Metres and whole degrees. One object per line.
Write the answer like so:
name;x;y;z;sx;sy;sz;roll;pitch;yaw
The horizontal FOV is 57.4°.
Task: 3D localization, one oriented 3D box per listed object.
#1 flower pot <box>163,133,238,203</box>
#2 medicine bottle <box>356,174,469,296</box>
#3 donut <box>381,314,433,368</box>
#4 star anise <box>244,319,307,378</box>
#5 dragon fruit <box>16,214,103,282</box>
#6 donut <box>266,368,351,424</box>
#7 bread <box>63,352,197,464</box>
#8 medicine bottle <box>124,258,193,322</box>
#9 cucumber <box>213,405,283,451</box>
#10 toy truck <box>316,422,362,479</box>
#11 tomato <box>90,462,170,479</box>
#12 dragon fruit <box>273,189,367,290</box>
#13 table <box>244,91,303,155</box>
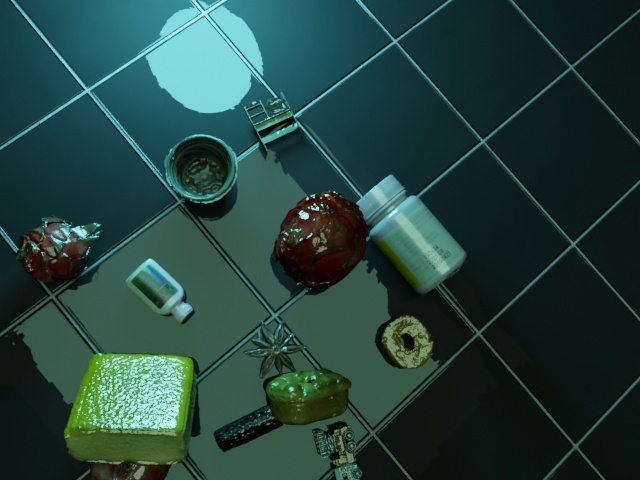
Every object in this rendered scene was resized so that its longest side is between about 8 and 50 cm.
flower pot;-0.387;-0.220;1.928;0.236;0.140;0.235;1;77;-6
medicine bottle;0.293;-0.019;1.947;0.214;0.213;0.378;-39;86;-13
donut;0.287;0.339;1.953;0.162;0.065;0.178;-25;84;-7
star anise;-0.145;0.358;1.889;0.182;0.065;0.195;32;72;-6
dragon fruit;-0.801;0.028;1.802;0.274;0.192;0.193;-22;125;-45
donut;-0.038;0.478;1.802;0.262;0.208;0.128;-2;91;-29
bread;-0.528;0.473;1.682;0.324;0.333;0.143;5;119;-8
medicine bottle;-0.505;0.169;1.866;0.219;0.078;0.115;43;75;2
cucumber;-0.225;0.590;1.830;0.211;0.062;0.078;-23;83;-12
toy truck;0.061;0.678;1.845;0.115;0.080;0.177;-13;80;-5
tomato;-0.550;0.660;1.708;0.232;0.188;0.232;-5;49;5
dragon fruit;0.000;0.000;1.860;0.296;0.295;0.301;43;65;2
table;-0.164;-0.408;2.036;0.146;0.062;0.175;-27;85;-12
